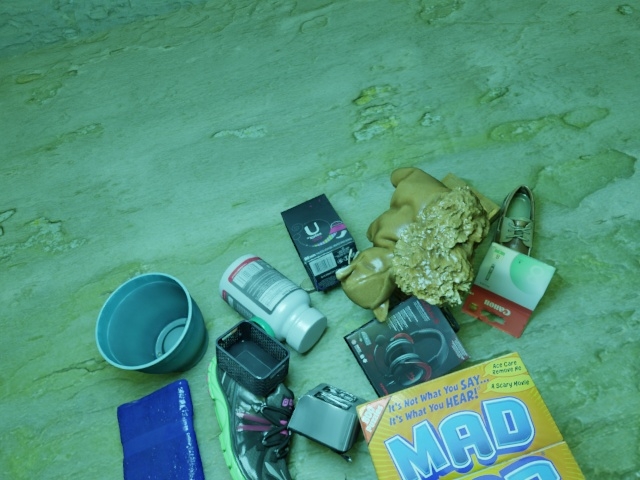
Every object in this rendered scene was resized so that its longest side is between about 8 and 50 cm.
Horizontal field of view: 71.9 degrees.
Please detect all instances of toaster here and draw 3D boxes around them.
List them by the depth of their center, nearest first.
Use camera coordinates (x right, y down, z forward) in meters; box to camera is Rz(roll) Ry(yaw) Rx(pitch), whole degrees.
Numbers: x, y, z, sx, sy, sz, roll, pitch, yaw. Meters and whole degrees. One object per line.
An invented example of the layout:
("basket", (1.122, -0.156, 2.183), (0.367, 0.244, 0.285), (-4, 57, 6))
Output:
("toaster", (0.029, 0.459, 1.145), (0.186, 0.168, 0.110), (17, 89, 19))

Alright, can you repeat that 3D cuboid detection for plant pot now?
("plant pot", (-0.459, 0.271, 1.295), (0.272, 0.255, 0.271), (-4, 60, 8))

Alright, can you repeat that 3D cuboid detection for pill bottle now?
("pill bottle", (-0.141, 0.191, 1.330), (0.318, 0.176, 0.176), (34, 72, 25))

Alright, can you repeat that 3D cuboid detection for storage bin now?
("storage bin", (-0.181, 0.311, 1.177), (0.180, 0.084, 0.122), (30, 42, 25))

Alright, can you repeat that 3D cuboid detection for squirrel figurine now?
("squirrel figurine", (0.221, 0.027, 1.126), (0.370, 0.397, 0.281), (-42, 106, -8))

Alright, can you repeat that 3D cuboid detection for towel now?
("towel", (-0.443, 0.575, 1.234), (0.228, 0.076, 0.308), (-24, 60, 4))

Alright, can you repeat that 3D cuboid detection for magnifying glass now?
("magnifying glass", (-0.204, 0.268, 1.296), (0.026, 0.231, 0.092), (-38, 102, -37))

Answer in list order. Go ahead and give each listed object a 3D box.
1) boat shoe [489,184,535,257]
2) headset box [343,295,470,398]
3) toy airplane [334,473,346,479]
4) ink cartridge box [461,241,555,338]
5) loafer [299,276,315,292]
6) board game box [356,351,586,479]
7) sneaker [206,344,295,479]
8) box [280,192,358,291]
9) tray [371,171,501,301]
("boat shoe", (0.596, -0.031, 1.358), (0.123, 0.120, 0.324), (8, 63, 14))
("headset box", (0.243, 0.285, 1.215), (0.293, 0.110, 0.218), (-29, 80, -7))
("toy airplane", (0.063, 0.672, 1.111), (0.151, 0.028, 0.151), (-3, 61, 6))
("ink cartridge box", (0.531, 0.141, 1.264), (0.181, 0.056, 0.224), (26, 91, 23))
("loafer", (-0.002, 0.118, 1.419), (0.148, 0.050, 0.056), (-28, 60, -7))
("board game box", (0.312, 0.508, 0.968), (0.357, 0.356, 0.356), (-19, 61, -1))
("sneaker", (-0.151, 0.487, 1.164), (0.202, 0.185, 0.482), (-28, 61, -1))
("box", (0.000, 0.000, 1.393), (0.165, 0.143, 0.270), (-25, 42, -5))
("tray", (0.340, -0.008, 1.383), (0.411, 0.076, 0.203), (-44, 63, -4))
